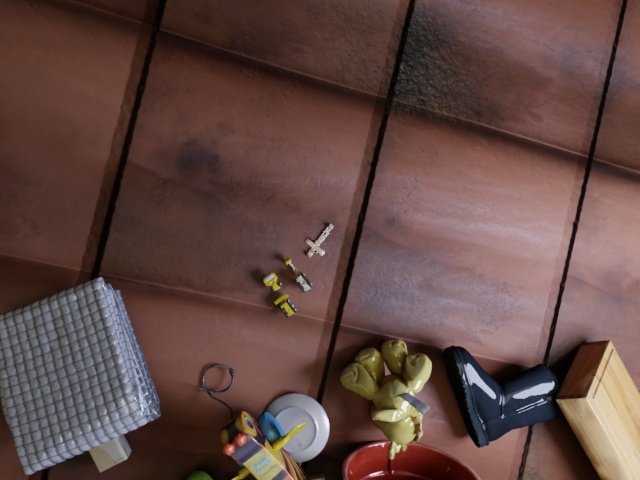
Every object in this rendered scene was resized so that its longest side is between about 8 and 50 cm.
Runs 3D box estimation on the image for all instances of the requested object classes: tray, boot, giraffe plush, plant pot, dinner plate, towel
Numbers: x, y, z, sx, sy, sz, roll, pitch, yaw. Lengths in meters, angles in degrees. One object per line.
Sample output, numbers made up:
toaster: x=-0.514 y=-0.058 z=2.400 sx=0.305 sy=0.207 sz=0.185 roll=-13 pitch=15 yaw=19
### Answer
tray: x=0.673 y=0.449 z=1.093 sx=0.203 sy=0.076 sz=0.411 roll=-36 pitch=98 yaw=-40
boot: x=0.394 y=0.306 z=1.081 sx=0.207 sy=0.094 sz=0.247 roll=-22 pitch=100 yaw=-6
giraffe plush: x=0.154 y=0.334 z=1.020 sx=0.181 sy=0.210 sz=0.171 roll=-20 pitch=123 yaw=-12
plant pot: x=0.167 y=0.583 z=0.976 sx=0.272 sy=0.272 sz=0.265 roll=3 pitch=98 yaw=-10
dinner plate: x=-0.053 y=0.388 z=1.030 sx=0.141 sy=0.017 sz=0.141 roll=0 pitch=89 yaw=5
towel: x=-0.444 y=0.236 z=0.908 sx=0.235 sy=0.121 sz=0.284 roll=-23 pitch=78 yaw=-1

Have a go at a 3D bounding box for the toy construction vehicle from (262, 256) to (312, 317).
toy construction vehicle: x=-0.065 y=0.096 z=1.037 sx=0.086 sy=0.035 sz=0.098 roll=-39 pitch=94 yaw=4

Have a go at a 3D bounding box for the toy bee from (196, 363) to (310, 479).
toy bee: x=-0.137 y=0.393 z=0.941 sx=0.298 sy=0.162 sz=0.195 roll=30 pitch=88 yaw=0

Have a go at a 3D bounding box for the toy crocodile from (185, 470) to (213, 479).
toy crocodile: x=-0.149 y=0.593 z=0.992 sx=0.340 sy=0.105 sz=0.115 roll=46 pitch=48 yaw=-12

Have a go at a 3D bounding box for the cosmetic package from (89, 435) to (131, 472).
cosmetic package: x=-0.421 y=0.380 z=0.971 sx=0.060 sy=0.041 sz=0.115 roll=-26 pitch=95 yaw=-8

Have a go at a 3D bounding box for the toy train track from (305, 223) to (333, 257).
toy train track: x=0.000 y=0.000 z=1.053 sx=0.048 sy=0.014 sz=0.083 roll=38 pitch=84 yaw=-8

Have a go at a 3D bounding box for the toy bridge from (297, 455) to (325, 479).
toy bridge: x=-0.022 y=0.504 z=1.048 sx=0.063 sy=0.026 sz=0.188 roll=-5 pitch=92 yaw=-7
